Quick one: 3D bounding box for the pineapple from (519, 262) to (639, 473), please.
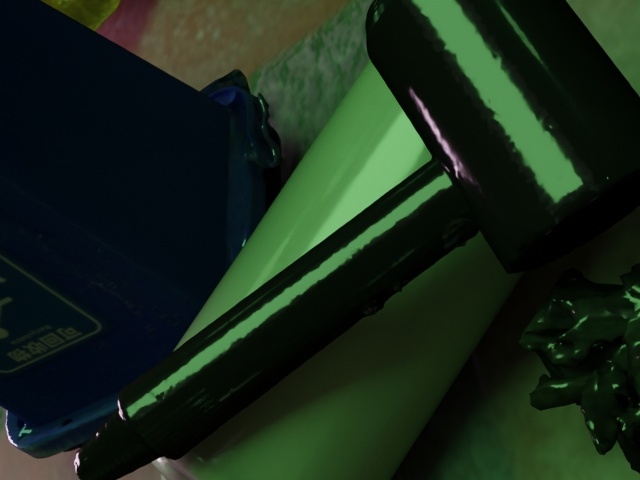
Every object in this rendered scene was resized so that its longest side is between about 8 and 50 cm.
[{"bbox_3d":[0.166,0.013,0.615,0.237,0.111,0.119,-27,13,42],"label":"pineapple"}]

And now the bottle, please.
[{"bbox_3d":[0.002,0.043,0.751,0.104,0.104,0.245,30,86,51],"label":"bottle"}]

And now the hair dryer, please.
[{"bbox_3d":[0.001,0.001,0.682,0.248,0.070,0.114,-37,69,14],"label":"hair dryer"}]

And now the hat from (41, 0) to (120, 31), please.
[{"bbox_3d":[-0.223,-0.191,1.135,0.233,0.244,0.233,-40,1,-27],"label":"hat"}]

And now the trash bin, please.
[{"bbox_3d":[-0.137,-0.030,0.838,0.162,0.234,0.184,-26,48,31],"label":"trash bin"}]
